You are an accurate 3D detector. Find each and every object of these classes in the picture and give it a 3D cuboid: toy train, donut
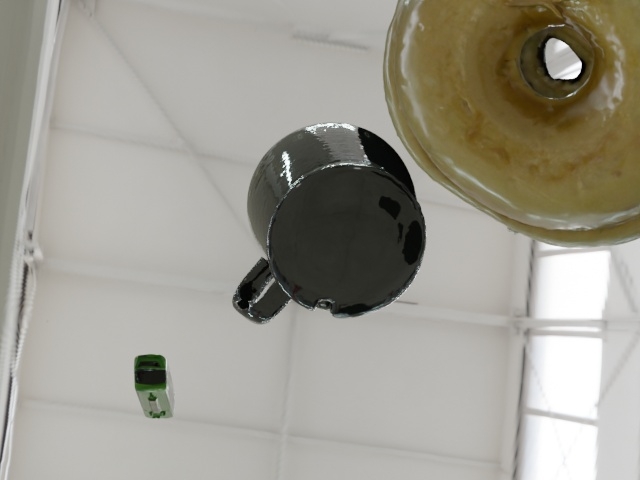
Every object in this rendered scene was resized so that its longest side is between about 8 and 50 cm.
[{"bbox_3d":[-0.220,0.199,1.380,0.044,0.209,0.042,-1,-111,-5],"label":"toy train"},{"bbox_3d":[0.284,-0.205,1.229,0.449,0.198,0.448,6,-75,24],"label":"donut"}]

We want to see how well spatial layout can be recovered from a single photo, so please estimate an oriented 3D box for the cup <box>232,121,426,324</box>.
[{"bbox_3d":[0.000,0.000,1.000,0.169,0.176,0.223,39,-82,-19],"label":"cup"}]
